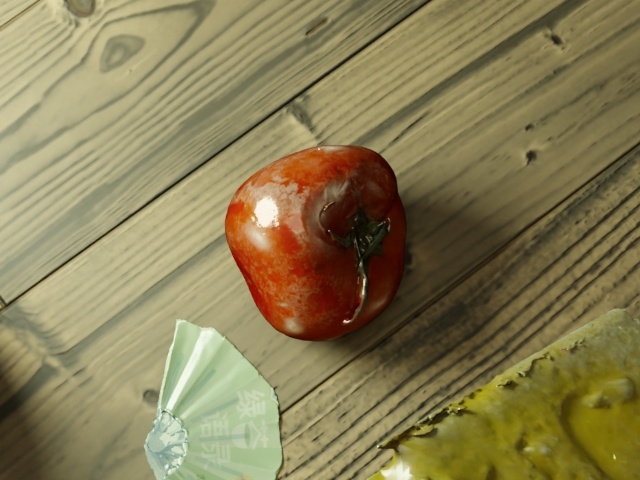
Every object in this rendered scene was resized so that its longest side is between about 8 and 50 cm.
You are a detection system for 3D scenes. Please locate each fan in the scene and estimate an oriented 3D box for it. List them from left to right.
[{"bbox_3d":[-0.102,0.185,1.741,0.131,0.009,0.240,-6,71,-2],"label":"fan"}]

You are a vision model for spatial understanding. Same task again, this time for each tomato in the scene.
[{"bbox_3d":[0.000,0.000,1.728,0.187,0.151,0.187,5,81,-38],"label":"tomato"}]

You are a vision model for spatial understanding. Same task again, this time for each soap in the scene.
[{"bbox_3d":[0.211,0.261,1.563,0.339,0.169,0.304,-26,68,-34],"label":"soap"}]
